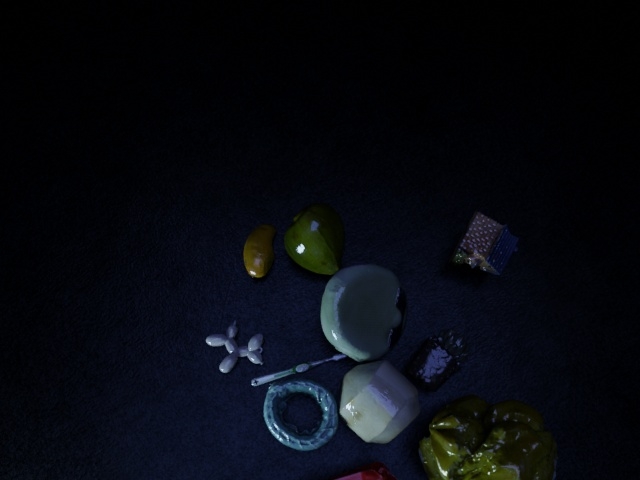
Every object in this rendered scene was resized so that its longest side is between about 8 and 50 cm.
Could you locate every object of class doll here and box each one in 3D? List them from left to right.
[{"bbox_3d":[-0.248,0.326,1.898,0.160,0.059,0.161,-29,75,-8],"label":"doll"}]

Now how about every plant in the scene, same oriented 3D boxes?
[{"bbox_3d":[0.354,0.352,1.865,0.129,0.132,0.194,44,82,8],"label":"plant"}]

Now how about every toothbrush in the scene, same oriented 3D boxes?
[{"bbox_3d":[-0.064,0.389,1.897,0.304,0.030,0.030,-15,74,-6],"label":"toothbrush"}]

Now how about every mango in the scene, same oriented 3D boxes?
[{"bbox_3d":[-0.194,0.030,1.982,0.098,0.075,0.190,15,68,-13],"label":"mango"}]

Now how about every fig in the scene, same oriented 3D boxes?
[{"bbox_3d":[0.000,0.000,1.937,0.203,0.203,0.225,-41,98,-12],"label":"fig"}]

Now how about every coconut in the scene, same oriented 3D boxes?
[{"bbox_3d":[0.159,0.453,1.786,0.241,0.241,0.241,0,73,-1],"label":"coconut"}]

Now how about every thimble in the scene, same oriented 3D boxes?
[{"bbox_3d":[-0.059,0.495,1.805,0.235,0.143,0.198,40,75,10],"label":"thimble"}]

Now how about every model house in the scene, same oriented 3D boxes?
[{"bbox_3d":[0.510,0.033,1.937,0.172,0.183,0.166,26,75,7],"label":"model house"}]

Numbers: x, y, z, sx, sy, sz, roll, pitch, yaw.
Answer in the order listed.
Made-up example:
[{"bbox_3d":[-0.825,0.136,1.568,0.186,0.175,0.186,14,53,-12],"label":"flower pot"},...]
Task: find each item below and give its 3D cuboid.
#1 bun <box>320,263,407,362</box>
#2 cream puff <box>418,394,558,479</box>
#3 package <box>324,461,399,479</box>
[{"bbox_3d":[0.112,0.212,1.877,0.293,0.187,0.293,4,82,-27],"label":"bun"},{"bbox_3d":[0.435,0.554,1.686,0.378,0.378,0.275,-37,99,-11],"label":"cream puff"},{"bbox_3d":[0.026,0.720,1.710,0.424,0.196,0.123,-18,69,-5],"label":"package"}]
